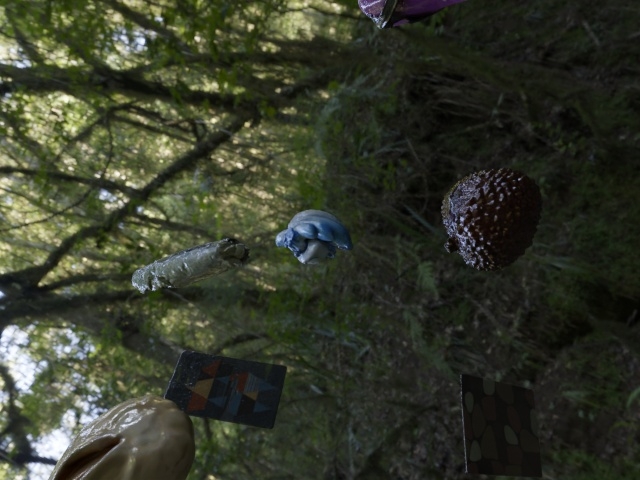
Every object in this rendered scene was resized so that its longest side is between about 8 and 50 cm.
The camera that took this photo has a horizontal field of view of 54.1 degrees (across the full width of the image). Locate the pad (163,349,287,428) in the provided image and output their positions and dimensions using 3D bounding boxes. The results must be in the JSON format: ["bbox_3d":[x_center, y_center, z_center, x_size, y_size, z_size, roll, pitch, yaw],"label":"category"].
[{"bbox_3d":[-0.178,0.275,1.174,0.143,0.211,0.003,-78,-7,-48],"label":"pad"}]

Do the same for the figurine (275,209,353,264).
[{"bbox_3d":[0.000,0.000,0.880,0.114,0.114,0.079,64,-152,-64],"label":"figurine"}]

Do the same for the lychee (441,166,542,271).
[{"bbox_3d":[0.209,-0.028,0.765,0.129,0.123,0.123,-30,2,32],"label":"lychee"}]

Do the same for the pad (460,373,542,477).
[{"bbox_3d":[0.313,0.321,1.076,0.235,0.003,0.158,21,-119,-39],"label":"pad"}]

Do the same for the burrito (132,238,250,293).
[{"bbox_3d":[-0.169,0.033,0.827,0.058,0.188,0.045,-3,-105,-61],"label":"burrito"}]

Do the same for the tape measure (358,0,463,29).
[{"bbox_3d":[0.083,-0.246,0.543,0.074,0.118,0.125,23,-110,-43],"label":"tape measure"}]

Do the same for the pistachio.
[{"bbox_3d":[-0.335,0.394,1.015,0.318,0.193,0.214,-50,-37,4],"label":"pistachio"}]
